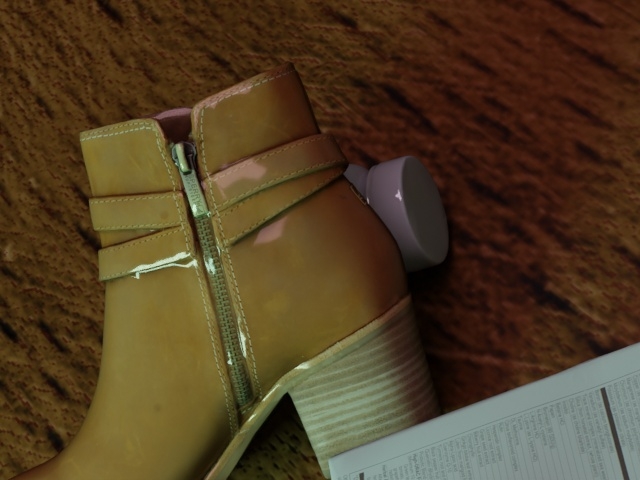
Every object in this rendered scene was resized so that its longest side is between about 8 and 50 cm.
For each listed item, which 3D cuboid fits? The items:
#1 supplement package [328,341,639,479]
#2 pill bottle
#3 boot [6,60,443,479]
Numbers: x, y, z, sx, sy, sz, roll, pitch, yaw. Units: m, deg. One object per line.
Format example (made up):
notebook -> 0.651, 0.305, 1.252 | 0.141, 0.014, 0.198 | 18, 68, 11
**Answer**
supplement package -> 0.147, 0.140, 0.709 | 0.244, 0.134, 0.139 | -22, 52, 19
pill bottle -> 0.000, 0.000, 0.926 | 0.137, 0.078, 0.078 | -16, 55, 23
boot -> -0.093, 0.045, 0.859 | 0.283, 0.109, 0.220 | -21, 97, 16
